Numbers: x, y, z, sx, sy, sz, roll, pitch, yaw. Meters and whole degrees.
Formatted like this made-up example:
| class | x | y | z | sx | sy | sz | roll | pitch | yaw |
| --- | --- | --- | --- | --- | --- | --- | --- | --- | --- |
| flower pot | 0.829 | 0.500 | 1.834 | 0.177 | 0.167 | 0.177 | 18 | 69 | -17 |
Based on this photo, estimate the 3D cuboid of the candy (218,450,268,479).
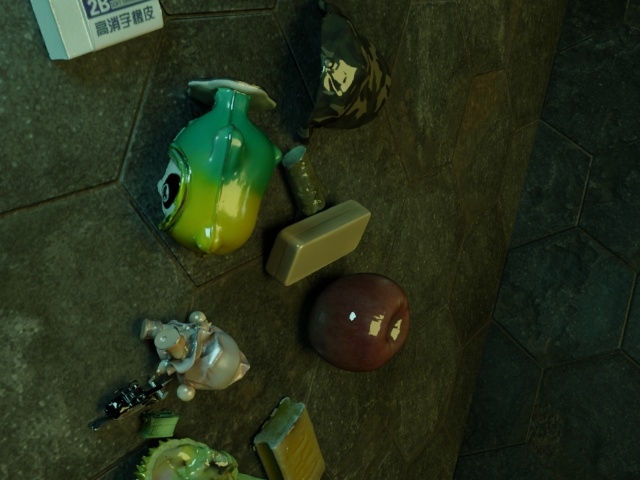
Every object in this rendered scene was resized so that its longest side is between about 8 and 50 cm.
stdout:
| class | x | y | z | sx | sy | sz | roll | pitch | yaw |
| --- | --- | --- | --- | --- | --- | --- | --- | --- | --- |
| candy | -0.204 | 0.600 | 1.691 | 0.092 | 0.093 | 0.335 | -30 | 150 | 6 |

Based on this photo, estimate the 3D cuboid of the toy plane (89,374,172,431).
| class | x | y | z | sx | sy | sz | roll | pitch | yaw |
| --- | --- | --- | --- | --- | --- | --- | --- | --- | --- |
| toy plane | -0.374 | 0.322 | 1.357 | 0.197 | 0.053 | 0.078 | -22 | 153 | -56 |

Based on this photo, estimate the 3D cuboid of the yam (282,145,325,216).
| class | x | y | z | sx | sy | sz | roll | pitch | yaw |
| --- | --- | --- | --- | --- | --- | --- | --- | --- | --- |
| yam | -0.043 | -0.148 | 1.682 | 0.078 | 0.078 | 0.179 | -52 | 139 | -33 |

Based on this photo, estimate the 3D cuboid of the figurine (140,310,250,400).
| class | x | y | z | sx | sy | sz | roll | pitch | yaw |
| --- | --- | --- | --- | --- | --- | --- | --- | --- | --- |
| figurine | -0.266 | 0.237 | 1.418 | 0.276 | 0.133 | 0.200 | 43 | 44 | -53 |

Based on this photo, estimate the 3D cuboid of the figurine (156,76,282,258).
| class | x | y | z | sx | sy | sz | roll | pitch | yaw |
| --- | --- | --- | --- | --- | --- | --- | --- | --- | --- |
| figurine | -0.198 | -0.131 | 1.316 | 0.232 | 0.324 | 0.339 | 10 | 86 | -12 |

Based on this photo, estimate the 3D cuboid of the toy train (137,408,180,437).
| class | x | y | z | sx | sy | sz | roll | pitch | yaw |
| --- | --- | --- | --- | --- | --- | --- | --- | --- | --- |
| toy train | -0.348 | 0.395 | 1.433 | 0.093 | 0.038 | 0.056 | 19 | 86 | -56 |

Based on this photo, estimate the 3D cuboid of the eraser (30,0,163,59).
| class | x | y | z | sx | sy | sz | roll | pitch | yaw |
| --- | --- | --- | --- | --- | --- | --- | --- | --- | --- |
| eraser | -0.375 | -0.394 | 1.128 | 0.210 | 0.068 | 0.124 | -39 | 131 | -42 |

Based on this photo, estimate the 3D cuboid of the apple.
| class | x | y | z | sx | sy | sz | roll | pitch | yaw |
| --- | --- | --- | --- | --- | --- | --- | --- | --- | --- |
| apple | 0.108 | 0.228 | 1.874 | 0.306 | 0.235 | 0.305 | -29 | 125 | -51 |

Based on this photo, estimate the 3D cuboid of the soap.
| class | x | y | z | sx | sy | sz | roll | pitch | yaw |
| --- | --- | --- | --- | --- | --- | --- | --- | --- | --- |
| soap | -0.080 | 0.591 | 1.837 | 0.173 | 0.089 | 0.274 | -50 | 137 | -40 |

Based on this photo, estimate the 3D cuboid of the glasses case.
| class | x | y | z | sx | sy | sz | roll | pitch | yaw |
| --- | --- | --- | --- | --- | --- | --- | --- | --- | --- |
| glasses case | 0.000 | 0.000 | 1.745 | 0.337 | 0.076 | 0.143 | -25 | 145 | -51 |

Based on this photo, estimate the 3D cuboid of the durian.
| class | x | y | z | sx | sy | sz | roll | pitch | yaw |
| --- | --- | --- | --- | --- | --- | --- | --- | --- | --- |
| durian | -0.285 | 0.525 | 1.441 | 0.306 | 0.167 | 0.172 | 26 | 74 | -43 |

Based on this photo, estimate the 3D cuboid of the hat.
| class | x | y | z | sx | sy | sz | roll | pitch | yaw |
| --- | --- | --- | --- | --- | --- | --- | --- | --- | --- |
| hat | 0.093 | -0.417 | 1.699 | 0.382 | 0.257 | 0.365 | -1 | 104 | -36 |
